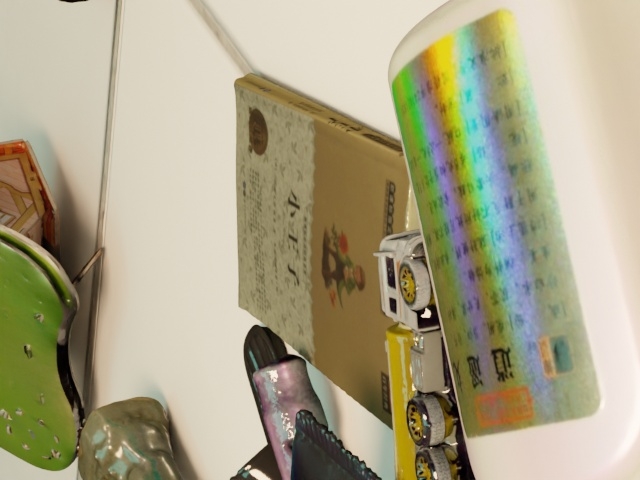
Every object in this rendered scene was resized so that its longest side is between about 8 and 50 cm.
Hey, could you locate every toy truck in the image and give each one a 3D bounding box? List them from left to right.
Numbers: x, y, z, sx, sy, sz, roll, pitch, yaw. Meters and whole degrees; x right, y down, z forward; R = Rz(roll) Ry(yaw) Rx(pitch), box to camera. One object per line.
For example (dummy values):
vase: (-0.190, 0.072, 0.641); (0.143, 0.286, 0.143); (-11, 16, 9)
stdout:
toy truck: (0.053, 0.054, 0.581); (0.063, 0.052, 0.123); (-161, 64, -69)

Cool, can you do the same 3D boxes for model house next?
model house: (-0.259, 0.036, 1.185); (0.207, 0.154, 0.294); (21, 138, 13)

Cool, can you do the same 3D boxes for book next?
book: (0.000, 0.000, 0.719); (0.198, 0.016, 0.139); (33, 127, 58)

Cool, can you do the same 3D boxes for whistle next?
whistle: (0.003, 0.145, 0.722); (0.033, 0.033, 0.177); (-35, 71, 62)

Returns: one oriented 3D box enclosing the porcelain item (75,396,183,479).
porcelain item: (-0.095, 0.202, 0.938); (0.216, 0.069, 0.081); (48, 135, 43)

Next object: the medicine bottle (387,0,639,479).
medicine bottle: (0.086, 0.023, 0.468); (0.115, 0.078, 0.219); (-27, 73, 62)

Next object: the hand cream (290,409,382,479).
hand cream: (0.015, 0.216, 0.652); (0.120, 0.061, 0.271); (37, 135, 44)

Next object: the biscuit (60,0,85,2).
biscuit: (-0.212, -0.244, 1.054); (0.219, 0.055, 0.061); (-123, 24, -42)

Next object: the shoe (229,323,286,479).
shoe: (-0.030, 0.122, 0.782); (0.062, 0.053, 0.159); (-55, 46, 51)
